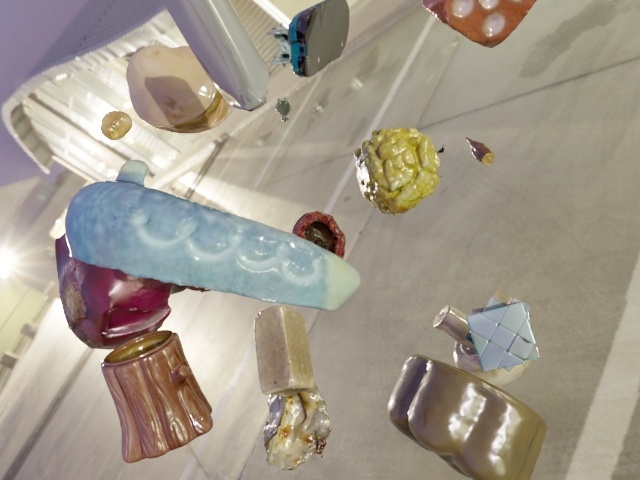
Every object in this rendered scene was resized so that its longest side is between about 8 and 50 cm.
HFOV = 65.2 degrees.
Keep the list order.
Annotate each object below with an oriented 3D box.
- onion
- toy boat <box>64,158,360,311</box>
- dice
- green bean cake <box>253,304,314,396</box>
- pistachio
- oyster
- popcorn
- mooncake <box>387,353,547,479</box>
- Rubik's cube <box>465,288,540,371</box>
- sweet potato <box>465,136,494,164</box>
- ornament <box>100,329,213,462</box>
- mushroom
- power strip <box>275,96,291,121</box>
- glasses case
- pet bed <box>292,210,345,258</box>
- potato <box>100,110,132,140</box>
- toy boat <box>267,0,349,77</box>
[{"bbox_3d":[-0.480,0.081,1.360,0.398,0.419,0.399,16,111,49],"label":"onion"},{"bbox_3d":[-0.118,-0.006,0.590,0.215,0.329,0.123,-176,99,-77],"label":"toy boat"},{"bbox_3d":[0.330,-0.520,1.036,0.175,0.179,0.174,-59,20,29],"label":"dice"},{"bbox_3d":[-0.079,0.236,1.068,0.085,0.109,0.179,-21,65,20],"label":"green bean cake"},{"bbox_3d":[-0.400,-0.420,1.395,0.320,0.229,0.238,17,87,21],"label":"pistachio"},{"bbox_3d":[-0.077,0.406,1.277,0.133,0.197,0.338,1,95,39],"label":"oyster"},{"bbox_3d":[0.209,-0.186,1.318,0.225,0.250,0.249,-24,15,-18],"label":"popcorn"},{"bbox_3d":[0.430,0.555,1.525,0.262,0.467,0.467,-57,22,-13],"label":"mooncake"},{"bbox_3d":[0.577,0.293,1.615,0.224,0.213,0.266,-17,80,20],"label":"Rubik's cube"},{"bbox_3d":[0.460,-0.268,1.464,0.049,0.049,0.117,-47,52,19],"label":"sweet potato"},{"bbox_3d":[-0.365,0.333,1.116,0.221,0.218,0.235,-10,14,33],"label":"ornament"},{"bbox_3d":[0.607,0.387,1.866,0.355,0.315,0.315,14,67,30],"label":"mushroom"},{"bbox_3d":[-0.122,-0.438,1.681,0.055,0.083,0.035,-9,33,-4],"label":"power strip"},{"bbox_3d":[-0.192,-0.373,0.865,0.083,0.308,0.128,-41,30,-21],"label":"glasses case"},{"bbox_3d":[0.000,0.000,1.540,0.053,0.201,0.201,-20,40,42],"label":"pet bed"},{"bbox_3d":[-0.495,-0.277,1.208,0.083,0.068,0.062,-82,-3,-56],"label":"potato"},{"bbox_3d":[-0.019,-0.449,1.084,0.299,0.092,0.134,-57,-28,-54],"label":"toy boat"}]
